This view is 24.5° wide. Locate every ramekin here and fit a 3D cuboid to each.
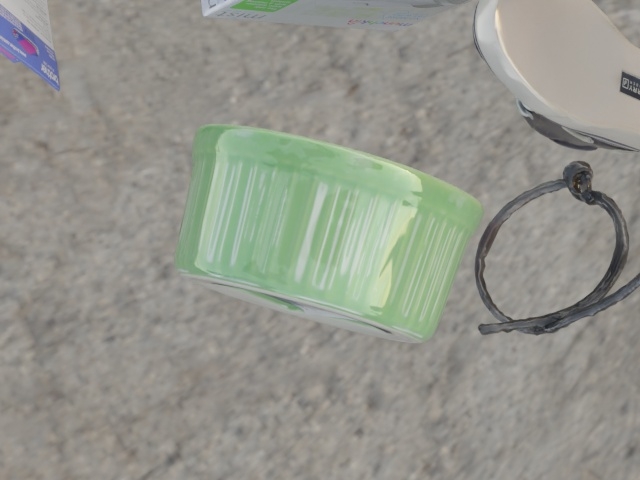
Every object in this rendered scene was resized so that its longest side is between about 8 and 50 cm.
[{"bbox_3d":[0.000,0.000,1.485,0.303,0.303,0.148,13,84,21],"label":"ramekin"}]

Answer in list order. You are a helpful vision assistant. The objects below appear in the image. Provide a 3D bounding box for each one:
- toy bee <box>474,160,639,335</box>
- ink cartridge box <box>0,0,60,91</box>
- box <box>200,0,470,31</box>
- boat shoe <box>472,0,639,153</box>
[{"bbox_3d":[0.171,0.007,0.444,0.298,0.162,0.195,-15,64,20],"label":"toy bee"},{"bbox_3d":[-0.367,-0.328,1.633,0.065,0.186,0.311,-16,74,10],"label":"ink cartridge box"},{"bbox_3d":[0.039,-0.305,1.493,0.231,0.262,0.127,-14,80,52],"label":"box"},{"bbox_3d":[0.230,-0.157,1.455,0.158,0.340,0.127,2,74,49],"label":"boat shoe"}]
